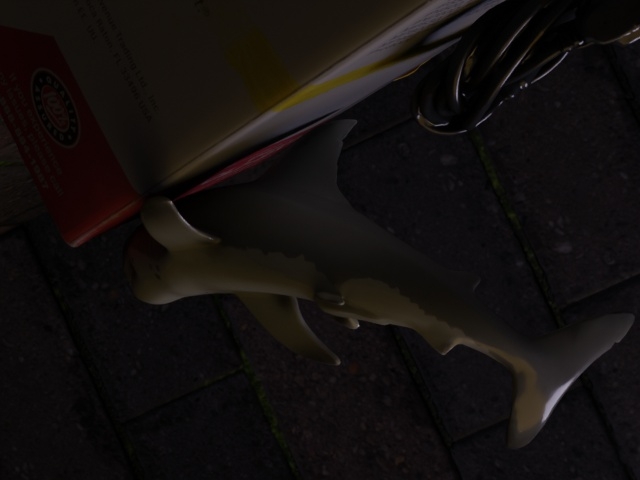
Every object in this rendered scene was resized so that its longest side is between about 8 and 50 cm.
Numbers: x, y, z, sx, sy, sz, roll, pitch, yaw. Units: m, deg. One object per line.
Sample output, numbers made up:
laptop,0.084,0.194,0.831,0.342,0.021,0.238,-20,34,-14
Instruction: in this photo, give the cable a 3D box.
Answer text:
cable,0.121,-0.107,0.860,0.184,0.047,0.150,-31,-176,10

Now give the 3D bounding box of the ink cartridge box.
ink cartridge box,-0.036,-0.200,0.895,0.160,0.279,0.384,-24,177,-40

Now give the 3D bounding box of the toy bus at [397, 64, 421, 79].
toy bus,-0.020,-0.228,1.275,0.211,0.220,0.149,10,-155,33

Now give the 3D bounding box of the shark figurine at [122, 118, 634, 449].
shark figurine,0.019,-0.002,0.953,0.166,0.278,0.116,74,36,-61
